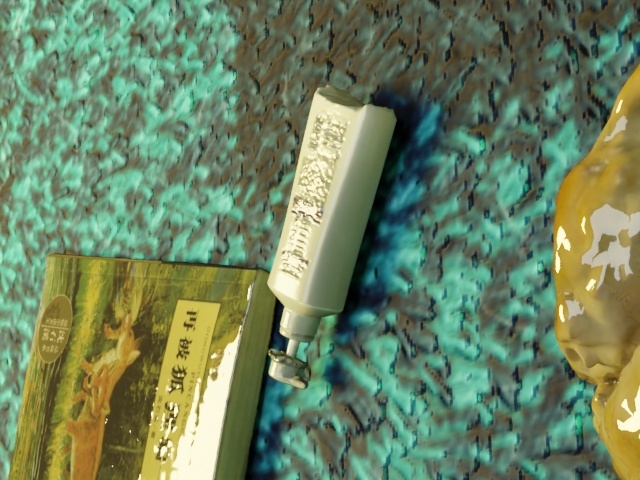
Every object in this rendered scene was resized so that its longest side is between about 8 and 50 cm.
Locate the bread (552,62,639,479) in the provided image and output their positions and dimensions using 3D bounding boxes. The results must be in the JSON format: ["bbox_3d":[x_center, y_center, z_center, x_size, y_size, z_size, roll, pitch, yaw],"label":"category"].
[{"bbox_3d":[0.159,0.015,0.549,0.244,0.134,0.244,-38,44,49],"label":"bread"}]

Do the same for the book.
[{"bbox_3d":[-0.103,0.089,1.017,0.228,0.024,0.160,3,82,56],"label":"book"}]

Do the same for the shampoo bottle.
[{"bbox_3d":[0.000,0.000,0.883,0.049,0.034,0.141,25,102,47],"label":"shampoo bottle"}]
